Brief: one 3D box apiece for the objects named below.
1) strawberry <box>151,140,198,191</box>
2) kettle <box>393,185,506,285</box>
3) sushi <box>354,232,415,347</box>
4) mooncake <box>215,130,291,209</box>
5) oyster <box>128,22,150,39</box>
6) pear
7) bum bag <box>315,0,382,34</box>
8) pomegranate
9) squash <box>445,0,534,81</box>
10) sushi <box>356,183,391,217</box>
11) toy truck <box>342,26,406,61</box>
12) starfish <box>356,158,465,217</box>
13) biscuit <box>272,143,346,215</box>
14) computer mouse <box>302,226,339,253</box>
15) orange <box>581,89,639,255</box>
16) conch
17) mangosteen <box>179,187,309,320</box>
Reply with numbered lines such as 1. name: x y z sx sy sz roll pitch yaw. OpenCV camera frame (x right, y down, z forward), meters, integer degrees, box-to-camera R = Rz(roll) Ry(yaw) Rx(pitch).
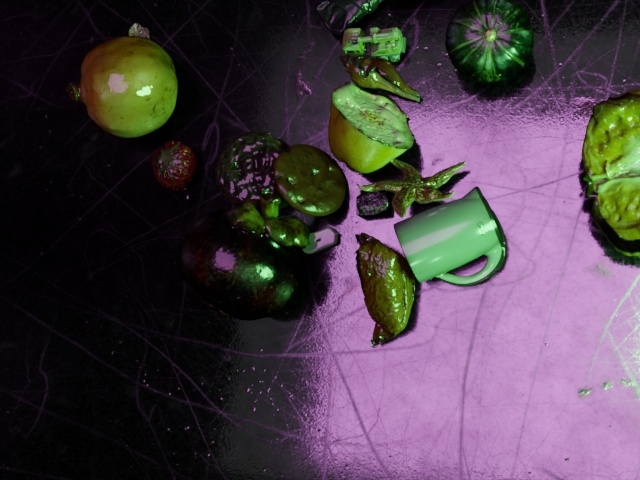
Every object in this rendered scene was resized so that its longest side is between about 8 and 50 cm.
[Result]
1. strawberry: -0.426 -0.219 2.002 0.145 0.086 0.145 -3 80 17
2. kettle: 0.330 0.011 1.688 0.237 0.161 0.221 -25 94 10
3. sushi: 0.162 0.117 1.737 0.140 0.149 0.287 1 110 36
4. mooncake: -0.174 -0.187 1.892 0.228 0.124 0.228 -3 80 18
5. oyster: -0.557 -0.638 2.136 0.083 0.019 0.054 34 93 22
6. pear: 0.098 -0.271 1.788 0.267 0.267 0.178 50 125 18
7. bum bag: 0.108 -0.671 1.894 0.248 0.060 0.123 -41 69 8
8. pomegranate: -0.545 -0.445 1.980 0.308 0.307 0.307 -3 82 18
9. squash: 0.418 -0.495 1.707 0.218 0.172 0.218 -1 85 12
10. sushi: 0.140 -0.105 1.810 0.083 0.056 0.084 -1 83 19
11. toy truck: 0.140 -0.530 1.843 0.169 0.100 0.077 6 83 19
12. starfish: 0.231 -0.136 1.727 0.278 0.062 0.235 -8 38 6
13. biscuit: -0.026 -0.159 1.815 0.036 0.212 0.212 -40 66 56
14. computer mouse: 0.000 0.000 1.857 0.110 0.032 0.055 -20 78 6
15. orange: 0.746 -0.147 1.521 0.271 0.211 0.368 -24 69 54
16. conch: 0.160 -0.442 1.837 0.233 0.086 0.080 14 66 14
17. mangosteen: -0.196 0.048 1.776 0.330 0.330 0.329 -3 82 18
